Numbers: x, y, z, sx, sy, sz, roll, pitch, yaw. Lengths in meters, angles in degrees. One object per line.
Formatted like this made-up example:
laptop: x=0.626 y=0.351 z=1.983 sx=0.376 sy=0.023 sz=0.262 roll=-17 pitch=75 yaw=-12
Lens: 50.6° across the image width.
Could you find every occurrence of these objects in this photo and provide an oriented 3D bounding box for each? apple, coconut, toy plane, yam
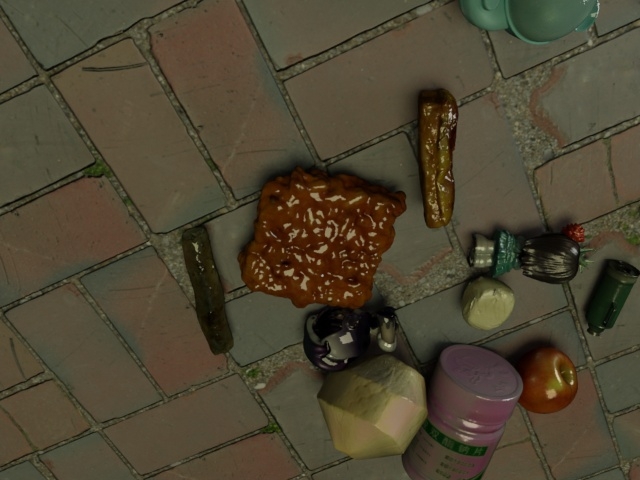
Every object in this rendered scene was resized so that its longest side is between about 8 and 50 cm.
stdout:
apple: x=0.541 y=0.342 z=1.645 sx=0.163 sy=0.163 sz=0.139 roll=34 pitch=138 yaw=-20
coconut: x=0.118 y=0.387 z=1.571 sx=0.259 sy=0.259 sz=0.259 roll=-2 pitch=118 yaw=-4
toy plane: x=0.587 y=0.036 z=1.553 sx=0.083 sy=0.033 sz=0.080 roll=42 pitch=108 yaw=-16
yam: x=-0.251 y=0.118 z=1.506 sx=0.067 sy=0.071 sz=0.318 roll=-28 pitch=124 yaw=-32

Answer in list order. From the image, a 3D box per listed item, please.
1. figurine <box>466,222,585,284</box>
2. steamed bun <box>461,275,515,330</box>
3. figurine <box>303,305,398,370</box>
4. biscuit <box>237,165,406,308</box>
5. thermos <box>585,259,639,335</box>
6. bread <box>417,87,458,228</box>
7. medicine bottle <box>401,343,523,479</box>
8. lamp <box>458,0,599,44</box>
figurine: x=0.455 y=0.025 z=1.496 sx=0.245 sy=0.110 sz=0.138 roll=4 pitch=115 yaw=2
steamed bun: x=0.385 y=0.140 z=1.557 sx=0.112 sy=0.091 sz=0.130 roll=13 pitch=119 yaw=-7
figurine: x=0.069 y=0.221 z=1.550 sx=0.222 sy=0.145 sz=0.146 roll=-7 pitch=119 yaw=13
biscuit: x=0.000 y=0.000 z=1.441 sx=0.317 sy=0.111 sz=0.312 roll=13 pitch=119 yaw=-11
thermos: x=0.682 y=0.145 z=1.592 sx=0.073 sy=0.083 sz=0.188 roll=-5 pitch=123 yaw=-28
bread: x=0.235 y=-0.162 z=1.358 sx=0.077 sy=0.139 sz=0.271 roll=-2 pitch=117 yaw=7
medicine bottle: x=0.338 y=0.442 z=1.650 sx=0.211 sy=0.212 sz=0.326 roll=10 pitch=118 yaw=-10
lamp: x=0.382 y=-0.455 z=1.205 sx=0.283 sy=0.147 sz=0.210 roll=-3 pitch=121 yaw=-2
